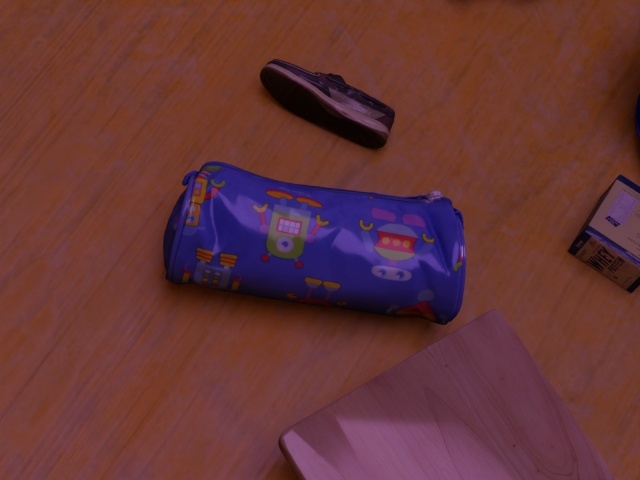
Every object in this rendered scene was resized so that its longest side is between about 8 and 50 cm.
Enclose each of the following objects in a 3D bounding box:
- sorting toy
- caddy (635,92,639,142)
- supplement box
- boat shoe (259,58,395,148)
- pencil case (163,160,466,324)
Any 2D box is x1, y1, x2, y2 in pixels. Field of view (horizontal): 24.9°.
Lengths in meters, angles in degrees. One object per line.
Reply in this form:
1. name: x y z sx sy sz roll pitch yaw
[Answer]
1. sorting toy: 0.127 0.240 1.375 0.255 0.089 0.257 -28 75 -19
2. caddy: 0.495 -0.187 1.577 0.241 0.179 0.341 32 64 29
3. supplement box: 0.322 -0.007 1.532 0.083 0.056 0.083 34 66 5
4. boat shoe: 0.008 -0.152 1.542 0.152 0.056 0.049 31 60 -7
5. pencil case: 0.000 0.000 1.435 0.306 0.119 0.133 8 90 -7
